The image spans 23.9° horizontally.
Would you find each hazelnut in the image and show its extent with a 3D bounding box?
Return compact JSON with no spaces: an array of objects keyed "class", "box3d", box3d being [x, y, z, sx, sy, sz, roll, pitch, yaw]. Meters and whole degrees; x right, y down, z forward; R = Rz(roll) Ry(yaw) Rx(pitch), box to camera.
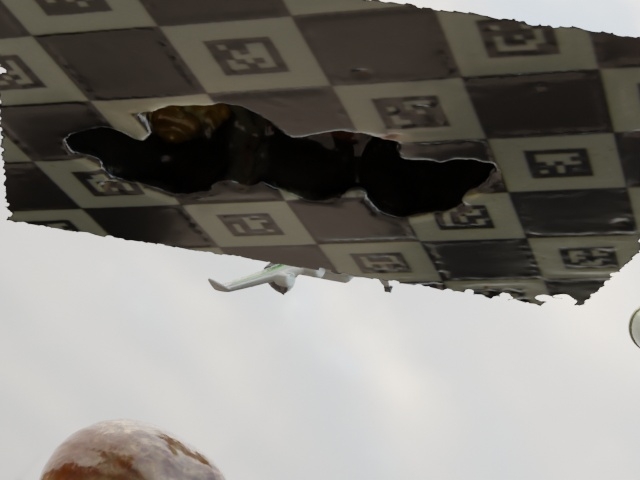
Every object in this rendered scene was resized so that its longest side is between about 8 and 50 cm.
[{"class":"hazelnut","box3d":[-0.176,0.237,1.356,0.182,0.182,0.182,28,-32,19]}]

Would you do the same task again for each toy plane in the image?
[{"class":"toy plane","box3d":[0.001,0.004,1.727,0.255,0.251,0.101,17,-43,39]}]

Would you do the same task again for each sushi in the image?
[{"class":"sushi","box3d":[0.016,-0.053,0.625,0.290,0.050,0.264,9,-22,-6]}]

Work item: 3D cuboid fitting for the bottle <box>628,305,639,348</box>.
[{"class":"bottle","box3d":[0.298,0.085,1.301,0.101,0.047,0.063,-98,-179,-82]}]
